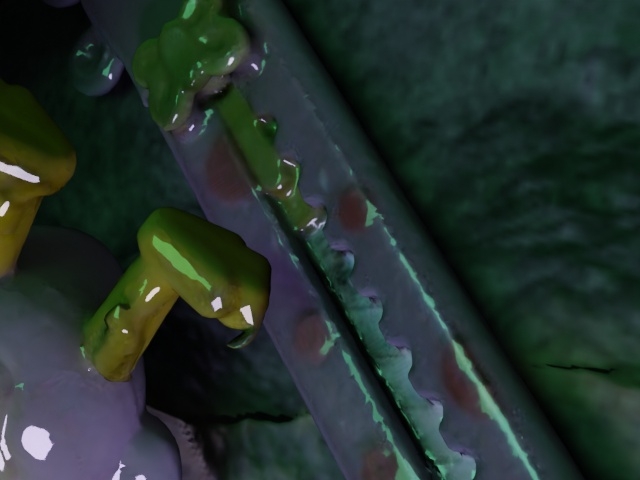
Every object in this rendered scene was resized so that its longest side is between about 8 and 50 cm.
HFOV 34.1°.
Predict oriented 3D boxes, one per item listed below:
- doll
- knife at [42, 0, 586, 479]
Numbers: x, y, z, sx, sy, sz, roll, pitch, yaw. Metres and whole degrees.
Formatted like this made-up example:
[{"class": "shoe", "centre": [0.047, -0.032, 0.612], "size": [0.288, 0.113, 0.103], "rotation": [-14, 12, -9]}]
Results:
[{"class": "doll", "centre": [-0.160, 0.112, 0.388], "size": [0.160, 0.094, 0.365], "rotation": [34, 109, -9]}, {"class": "knife", "centre": [0.000, 0.000, 0.349], "size": [0.132, 0.038, 0.399], "rotation": [-41, 66, 27]}]
